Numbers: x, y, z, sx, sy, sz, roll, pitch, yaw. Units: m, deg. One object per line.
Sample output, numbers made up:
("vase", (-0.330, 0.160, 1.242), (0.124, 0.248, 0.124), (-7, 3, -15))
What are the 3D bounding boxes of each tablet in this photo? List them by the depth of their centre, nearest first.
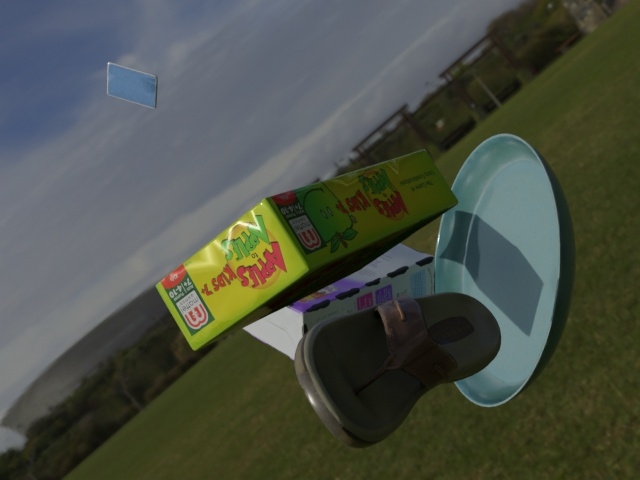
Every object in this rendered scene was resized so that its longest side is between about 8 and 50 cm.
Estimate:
("tablet", (-0.281, -0.232, 1.383), (0.006, 0.083, 0.054), (-53, -23, -54))

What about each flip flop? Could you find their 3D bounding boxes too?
("flip flop", (0.083, 0.091, 0.804), (0.277, 0.112, 0.080), (-13, -26, -47))

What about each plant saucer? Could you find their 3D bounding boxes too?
("plant saucer", (0.214, 0.035, 1.088), (0.044, 0.317, 0.317), (4, -14, -16))

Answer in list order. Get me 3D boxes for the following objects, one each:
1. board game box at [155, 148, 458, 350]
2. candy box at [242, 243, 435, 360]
("board game box", (0.000, 0.000, 0.538), (0.092, 0.043, 0.181), (-35, -7, 33))
("candy box", (0.009, 0.055, 1.078), (0.196, 0.070, 0.165), (-21, 27, -33))
